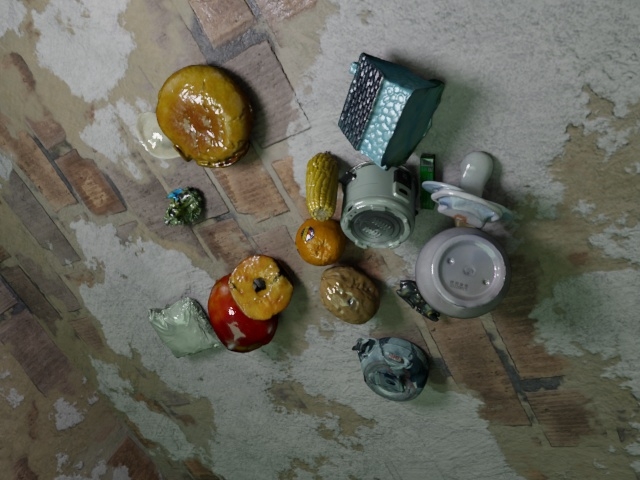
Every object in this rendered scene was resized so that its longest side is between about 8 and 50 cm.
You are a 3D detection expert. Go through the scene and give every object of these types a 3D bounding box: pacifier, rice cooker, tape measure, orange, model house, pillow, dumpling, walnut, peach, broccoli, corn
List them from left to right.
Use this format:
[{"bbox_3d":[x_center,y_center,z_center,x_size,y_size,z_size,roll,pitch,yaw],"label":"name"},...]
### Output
[{"bbox_3d":[-0.571,-0.367,1.879,0.181,0.155,0.111,15,152,5],"label":"dumpling"},{"bbox_3d":[-0.533,-0.123,2.023,0.167,0.160,0.154,-8,101,10],"label":"broccoli"},{"bbox_3d":[-0.624,0.401,2.444,0.284,0.138,0.309,-16,116,24],"label":"pillow"},{"bbox_3d":[-0.335,0.297,2.215,0.281,0.281,0.338,-48,60,40],"label":"peach"},{"bbox_3d":[0.000,0.003,1.841,0.178,0.155,0.177,0,96,-3],"label":"orange"},{"bbox_3d":[0.004,-0.165,1.634,0.106,0.305,0.106,1,130,1],"label":"corn"},{"bbox_3d":[0.104,0.197,1.907,0.245,0.198,0.198,37,131,-11],"label":"walnut"},{"bbox_3d":[0.181,-0.116,1.633,0.281,0.226,0.241,26,138,-19],"label":"rice cooker"},{"bbox_3d":[0.171,-0.369,1.501,0.241,0.226,0.261,36,128,19],"label":"model house"},{"bbox_3d":[0.278,0.503,2.060,0.275,0.147,0.256,-1,122,28],"label":"tape measure"},{"bbox_3d":[0.443,-0.154,1.527,0.279,0.227,0.207,22,86,-4],"label":"pacifier"}]

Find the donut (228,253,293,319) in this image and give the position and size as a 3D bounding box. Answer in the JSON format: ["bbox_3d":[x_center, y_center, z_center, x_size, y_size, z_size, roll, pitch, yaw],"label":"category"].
[{"bbox_3d":[-0.230,0.177,2.043,0.254,0.118,0.253,0,88,-6],"label":"donut"}]

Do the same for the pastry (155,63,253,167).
[{"bbox_3d":[-0.382,-0.404,1.755,0.356,0.164,0.355,14,126,21],"label":"pastry"}]

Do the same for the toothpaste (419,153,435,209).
[{"bbox_3d":[0.330,-0.180,1.637,0.043,0.037,0.178,5,124,19],"label":"toothpaste"}]

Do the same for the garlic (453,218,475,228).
[{"bbox_3d":[0.448,-0.055,1.664,0.083,0.041,0.053,35,118,-10],"label":"garlic"}]

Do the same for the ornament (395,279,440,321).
[{"bbox_3d":[0.400,0.158,1.810,0.202,0.080,0.236,39,133,-7],"label":"ornament"}]

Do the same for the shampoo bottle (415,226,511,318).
[{"bbox_3d":[0.421,0.097,1.593,0.273,0.266,0.272,-1,83,7],"label":"shampoo bottle"}]
